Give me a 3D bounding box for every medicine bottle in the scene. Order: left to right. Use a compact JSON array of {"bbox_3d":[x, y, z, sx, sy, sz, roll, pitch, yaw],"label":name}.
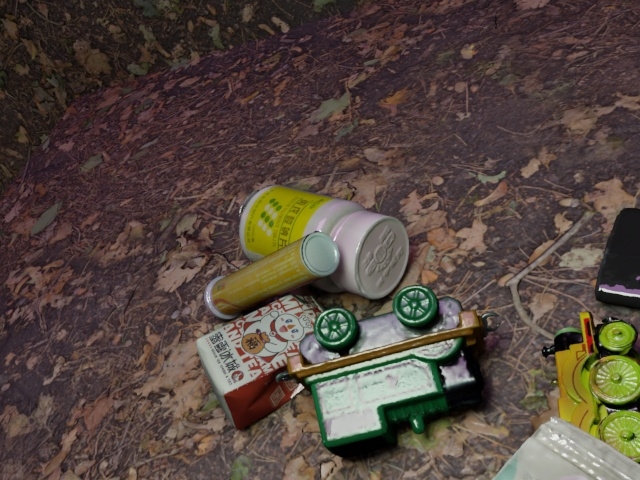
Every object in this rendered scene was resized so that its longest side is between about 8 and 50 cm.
[{"bbox_3d":[-0.119,0.084,1.412,0.426,0.108,0.108,-26,29,52],"label":"medicine bottle"},{"bbox_3d":[0.000,0.000,1.488,0.379,0.213,0.213,16,57,42],"label":"medicine bottle"}]

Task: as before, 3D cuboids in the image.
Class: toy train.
[{"bbox_3d":[0.127,0.239,1.172,0.430,0.178,0.249,-16,60,8],"label":"toy train"},{"bbox_3d":[0.441,0.247,1.029,0.161,0.100,0.296,-11,42,25],"label":"toy train"}]

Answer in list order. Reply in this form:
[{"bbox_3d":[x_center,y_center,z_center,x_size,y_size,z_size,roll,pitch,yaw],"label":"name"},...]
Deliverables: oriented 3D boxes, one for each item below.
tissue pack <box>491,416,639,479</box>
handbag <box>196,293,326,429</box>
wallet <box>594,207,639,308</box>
[{"bbox_3d":[0.388,0.412,0.753,0.194,0.266,0.356,-43,39,-15],"label":"tissue pack"},{"bbox_3d":[-0.089,0.240,1.353,0.298,0.151,0.171,-24,47,-18],"label":"handbag"},{"bbox_3d":[0.706,0.046,1.105,0.406,0.062,0.228,8,51,37],"label":"wallet"}]
